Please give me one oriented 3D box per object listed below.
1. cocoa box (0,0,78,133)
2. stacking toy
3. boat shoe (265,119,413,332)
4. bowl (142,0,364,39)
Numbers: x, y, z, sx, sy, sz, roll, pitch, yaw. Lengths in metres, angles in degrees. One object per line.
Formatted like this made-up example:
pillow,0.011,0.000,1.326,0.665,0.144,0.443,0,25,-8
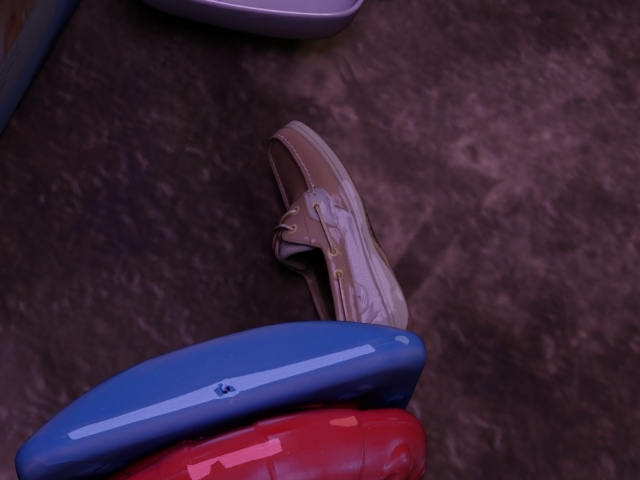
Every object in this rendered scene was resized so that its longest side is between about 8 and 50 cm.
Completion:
cocoa box,-0.258,-0.141,0.704,0.228,0.231,0.347,22,63,4
stacking toy,-0.002,0.199,0.609,0.175,0.166,0.302,-16,71,-10
boat shoe,0.000,0.000,0.763,0.045,0.050,0.135,-19,67,-20
bowl,-0.037,-0.175,0.843,0.142,0.053,0.142,11,63,-1
